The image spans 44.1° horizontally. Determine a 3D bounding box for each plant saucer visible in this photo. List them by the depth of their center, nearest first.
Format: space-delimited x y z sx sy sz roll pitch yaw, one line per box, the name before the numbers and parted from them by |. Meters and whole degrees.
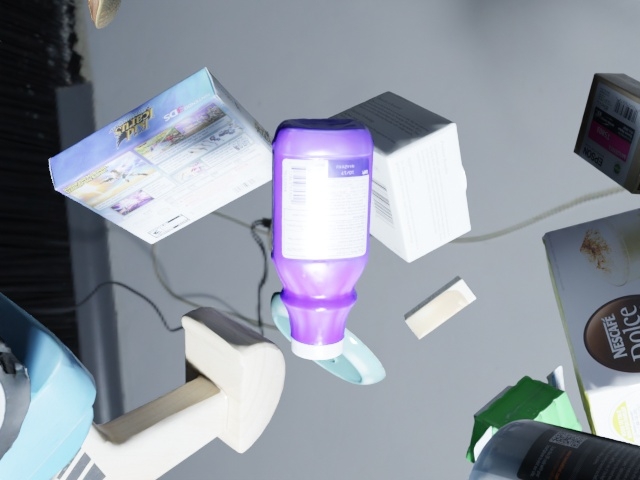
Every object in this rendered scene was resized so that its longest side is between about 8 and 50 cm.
plant saucer | 0.005 0.233 1.789 0.317 0.318 0.044 27 69 27

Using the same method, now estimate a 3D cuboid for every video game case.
video game case | -0.216 -0.114 1.179 0.269 0.244 0.061 -27 64 11

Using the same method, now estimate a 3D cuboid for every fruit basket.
fruit basket | 0.443 0.493 1.748 0.165 0.327 0.353 25 134 42

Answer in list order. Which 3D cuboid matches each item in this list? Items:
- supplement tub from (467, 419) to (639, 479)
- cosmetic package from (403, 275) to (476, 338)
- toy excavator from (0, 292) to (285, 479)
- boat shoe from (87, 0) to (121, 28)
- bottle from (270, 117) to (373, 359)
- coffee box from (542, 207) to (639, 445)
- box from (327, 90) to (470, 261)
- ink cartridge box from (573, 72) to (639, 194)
supplement tub | 0.177 0.168 0.407 0.190 0.117 0.117 6 89 40
cosmetic package | 0.193 0.109 1.289 0.115 0.060 0.041 -37 90 6
toy excavator | -0.228 0.143 0.546 0.222 0.445 0.433 28 63 28
boat shoe | -0.453 -0.513 1.631 0.060 0.064 0.178 43 150 6
bottle | 0.000 0.000 0.935 0.118 0.092 0.283 -2 108 -7
coffee box | 0.554 0.172 1.190 0.334 0.338 0.338 -15 37 16
box | 0.115 -0.098 1.167 0.119 0.181 0.182 -26 35 -17
ink cartridge box | 0.658 -0.232 1.687 0.235 0.088 0.193 -121 33 -57
